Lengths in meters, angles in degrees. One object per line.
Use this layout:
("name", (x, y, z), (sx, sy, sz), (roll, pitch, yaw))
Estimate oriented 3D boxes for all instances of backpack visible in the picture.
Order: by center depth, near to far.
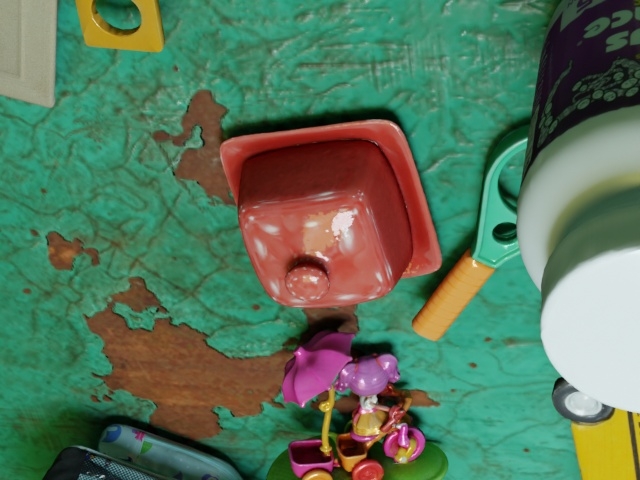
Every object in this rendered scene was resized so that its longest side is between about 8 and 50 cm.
("backpack", (-0.161, 0.321, 1.257), (0.254, 0.191, 0.225), (21, 135, 7))

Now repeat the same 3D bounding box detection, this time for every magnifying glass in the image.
("magnifying glass", (0.142, -0.002, 0.995), (0.092, 0.026, 0.231), (24, 127, -15))

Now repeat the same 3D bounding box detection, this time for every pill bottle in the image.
("pill bottle", (0.210, -0.043, 0.773), (0.169, 0.301, 0.169), (8, 131, 9))

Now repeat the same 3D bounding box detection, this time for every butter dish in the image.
("butter dish", (0.000, 0.000, 0.991), (0.160, 0.118, 0.160), (-5, 128, 20))

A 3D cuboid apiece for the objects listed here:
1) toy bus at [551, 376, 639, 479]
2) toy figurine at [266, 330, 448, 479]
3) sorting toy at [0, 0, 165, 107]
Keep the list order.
("toy bus", (0.273, 0.143, 1.038), (0.130, 0.108, 0.332), (-2, 128, 22))
("toy figurine", (0.030, 0.154, 1.132), (0.173, 0.130, 0.159), (-8, 120, -6))
("sorting toy", (-0.280, -0.201, 0.949), (0.348, 0.047, 0.196), (15, 136, 3))
